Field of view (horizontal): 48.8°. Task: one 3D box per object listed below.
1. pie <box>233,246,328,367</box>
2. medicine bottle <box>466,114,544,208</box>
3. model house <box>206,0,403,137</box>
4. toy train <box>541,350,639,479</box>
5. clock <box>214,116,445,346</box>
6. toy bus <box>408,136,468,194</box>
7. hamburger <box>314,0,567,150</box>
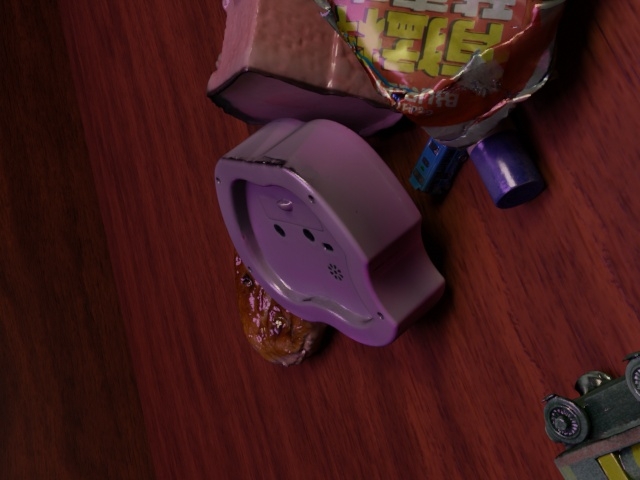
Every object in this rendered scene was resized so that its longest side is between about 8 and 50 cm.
[{"bbox_3d":[-0.074,0.073,1.245,0.315,0.092,0.315,13,105,58],"label":"pie"},{"bbox_3d":[0.174,-0.146,0.790,0.059,0.059,0.231,-54,49,50],"label":"medicine bottle"},{"bbox_3d":[-0.015,-0.280,0.934,0.202,0.237,0.237,173,106,-67],"label":"model house"},{"bbox_3d":[0.293,0.166,0.629,0.132,0.083,0.200,61,145,16],"label":"toy train"},{"bbox_3d":[0.000,0.000,0.949,0.338,0.102,0.338,37,150,26],"label":"clock"},{"bbox_3d":[0.144,-0.095,0.866,0.038,0.046,0.083,61,143,35],"label":"toy bus"},{"bbox_3d":[0.146,-0.254,0.710,0.260,0.150,0.276,42,112,20],"label":"hamburger"}]
